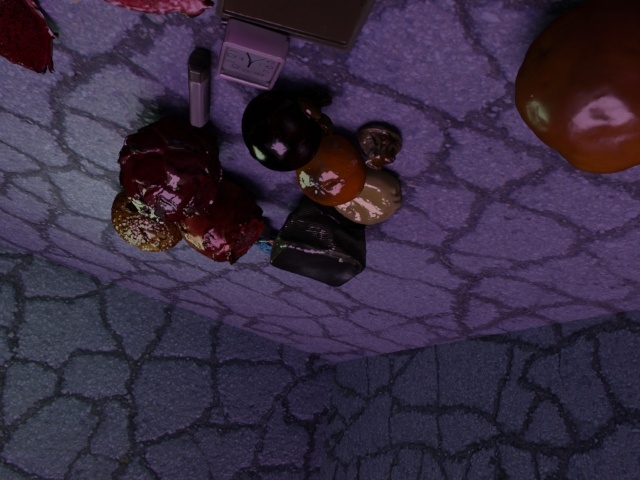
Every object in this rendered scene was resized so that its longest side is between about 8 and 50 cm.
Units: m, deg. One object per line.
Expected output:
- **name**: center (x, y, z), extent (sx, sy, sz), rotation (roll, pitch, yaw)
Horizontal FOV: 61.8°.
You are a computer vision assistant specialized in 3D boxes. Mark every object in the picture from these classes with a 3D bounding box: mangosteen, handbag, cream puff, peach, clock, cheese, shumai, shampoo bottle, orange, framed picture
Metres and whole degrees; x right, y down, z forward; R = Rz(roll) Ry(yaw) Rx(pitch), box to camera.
- **mangosteen**: center (-0.081, -0.309, 1.429), extent (0.265, 0.228, 0.228), rotation (-34, 137, 15)
- **handbag**: center (0.000, 0.000, 1.956), extent (0.341, 0.240, 0.247), rotation (20, 151, -17)
- **cream puff**: center (-0.670, -0.067, 2.094), extent (0.303, 0.212, 0.303), rotation (5, 156, 2)
- **peach**: center (0.577, -0.310, 1.068), extent (0.343, 0.342, 0.301), rotation (24, 128, -25)
- **clock**: center (-0.164, -0.437, 1.282), extent (0.150, 0.063, 0.197), rotation (13, 171, -15)
- **cheese**: center (0.150, -0.152, 1.746), extent (0.226, 0.117, 0.214), rotation (31, 141, -27)
- **shumai**: center (0.162, -0.256, 1.529), extent (0.146, 0.116, 0.145), rotation (9, 155, 4)
- **shampoo bottle**: center (-0.326, -0.405, 1.442), extent (0.056, 0.086, 0.227), rotation (12, 154, -7)
- **orange**: center (0.028, -0.203, 1.586), extent (0.224, 0.170, 0.224), rotation (22, 138, 22)
- **framed picture**: center (-0.015, -0.566, 1.038), extent (0.326, 0.028, 0.446), rotation (10, 154, -16)

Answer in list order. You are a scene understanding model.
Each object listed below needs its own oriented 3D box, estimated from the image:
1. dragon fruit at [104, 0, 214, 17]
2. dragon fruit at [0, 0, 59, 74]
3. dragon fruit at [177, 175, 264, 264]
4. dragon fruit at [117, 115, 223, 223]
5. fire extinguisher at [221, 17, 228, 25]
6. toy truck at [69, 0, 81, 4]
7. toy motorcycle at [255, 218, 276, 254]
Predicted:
- **dragon fruit**: center (-0.293, -0.586, 0.881), extent (0.371, 0.249, 0.386), rotation (-10, 140, 24)
- **dragon fruit**: center (-0.776, -0.541, 1.319), extent (0.126, 0.161, 0.274), rotation (26, 177, 40)
- **dragon fruit**: center (-0.351, -0.072, 1.882), extent (0.301, 0.295, 0.296), rotation (46, 145, -7)
- **dragon fruit**: center (-0.452, -0.216, 1.622), extent (0.329, 0.329, 0.329), rotation (8, 153, 4)
- **fire extinguisher**: center (-0.191, -0.510, 1.255), extent (0.083, 0.028, 0.022), rotation (10, 121, 2)
- **toy truck**: center (-0.480, -0.594, 1.103), extent (0.286, 0.111, 0.136), rotation (-9, 164, 37)
- **toy motorcycle**: center (-0.199, 0.008, 2.177), extent (0.182, 0.123, 0.272), rotation (5, 155, 34)
